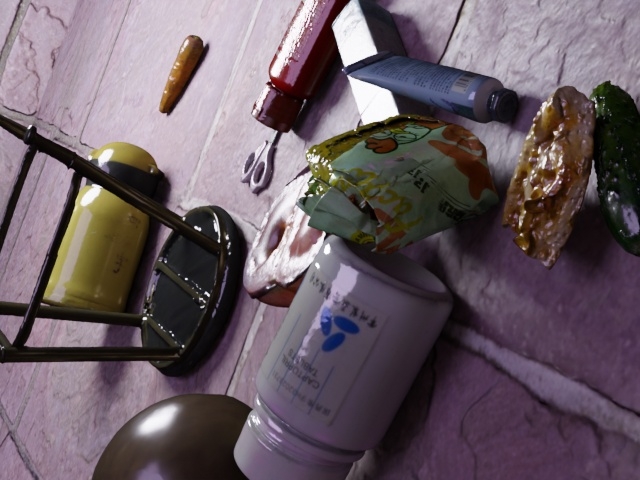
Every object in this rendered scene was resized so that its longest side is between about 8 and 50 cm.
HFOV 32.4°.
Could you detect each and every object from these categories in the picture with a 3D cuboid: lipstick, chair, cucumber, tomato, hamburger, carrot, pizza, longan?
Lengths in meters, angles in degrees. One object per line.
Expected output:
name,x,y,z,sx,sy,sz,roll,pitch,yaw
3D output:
lipstick,0.085,-0.216,1.493,0.068,0.066,0.317,-50,35,30
chair,-0.371,0.029,1.779,0.364,0.410,0.362,24,95,61
cucumber,0.290,-0.076,1.052,0.069,0.069,0.227,-45,34,38
tomato,0.000,0.000,1.464,0.228,0.112,0.199,-15,53,58
hamburger,0.066,-0.075,1.276,0.235,0.214,0.125,41,134,54
carrot,-0.288,-0.334,2.251,0.191,0.047,0.047,-62,29,28
pizza,0.220,-0.041,1.092,0.182,0.062,0.161,110,166,-56
longan,-0.177,0.341,1.419,0.300,0.243,0.300,-165,90,-81

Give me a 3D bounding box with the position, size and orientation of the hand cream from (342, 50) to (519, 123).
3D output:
hand cream,0.137,-0.196,1.350,0.256,0.088,0.055,29,137,45

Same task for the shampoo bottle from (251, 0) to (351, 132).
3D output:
shampoo bottle,-0.008,-0.319,1.709,0.314,0.076,0.118,-62,38,16

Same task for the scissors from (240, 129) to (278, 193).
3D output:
scissors,-0.079,-0.169,1.809,0.189,0.015,0.100,-62,31,12

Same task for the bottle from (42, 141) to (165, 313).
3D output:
bottle,-0.422,-0.023,2.164,0.171,0.171,0.351,-3,68,60

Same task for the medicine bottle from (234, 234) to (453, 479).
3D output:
medicine bottle,0.021,0.151,1.274,0.293,0.170,0.170,-64,29,14
